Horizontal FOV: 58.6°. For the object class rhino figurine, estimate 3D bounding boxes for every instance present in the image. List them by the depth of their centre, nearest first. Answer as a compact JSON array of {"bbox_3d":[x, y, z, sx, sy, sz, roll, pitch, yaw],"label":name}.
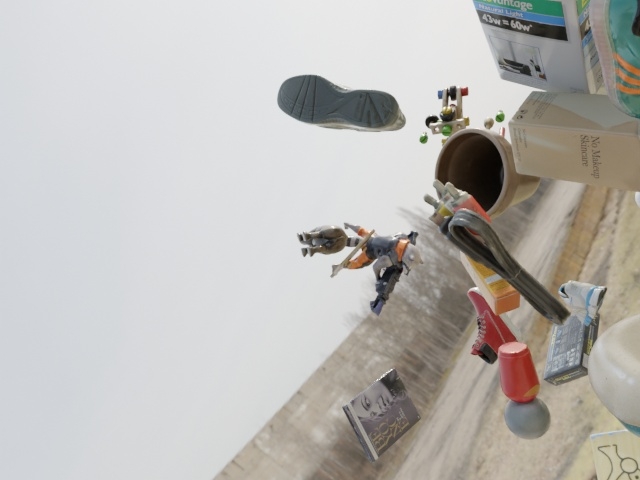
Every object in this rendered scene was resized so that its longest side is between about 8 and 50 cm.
[{"bbox_3d":[0.000,0.000,1.419,0.106,0.073,0.243,-12,3,-10],"label":"rhino figurine"}]

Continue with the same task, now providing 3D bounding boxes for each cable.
[{"bbox_3d":[0.270,0.017,0.820,0.072,0.287,0.139,-54,3,-5],"label":"cable"}]

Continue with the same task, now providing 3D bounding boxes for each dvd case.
[{"bbox_3d":[0.172,0.473,1.564,0.221,0.164,0.018,-25,-4,-40],"label":"dvd case"}]

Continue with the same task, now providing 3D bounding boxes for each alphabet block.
[{"bbox_3d":[1.046,0.774,1.923,0.192,0.193,0.197,-22,38,31],"label":"alphabet block"}]

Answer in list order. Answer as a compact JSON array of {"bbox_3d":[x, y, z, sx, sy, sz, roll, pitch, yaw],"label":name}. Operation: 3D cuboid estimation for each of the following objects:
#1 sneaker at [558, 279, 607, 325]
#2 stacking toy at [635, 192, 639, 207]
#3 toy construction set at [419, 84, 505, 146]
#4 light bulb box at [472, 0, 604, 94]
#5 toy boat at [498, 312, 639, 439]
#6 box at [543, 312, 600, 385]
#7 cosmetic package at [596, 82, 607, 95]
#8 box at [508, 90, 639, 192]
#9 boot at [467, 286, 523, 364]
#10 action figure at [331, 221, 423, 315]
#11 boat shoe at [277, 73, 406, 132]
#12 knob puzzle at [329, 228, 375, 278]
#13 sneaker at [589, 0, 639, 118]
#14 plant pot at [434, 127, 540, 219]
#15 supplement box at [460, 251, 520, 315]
[{"bbox_3d":[0.535,0.119,1.174,0.071,0.083,0.190,-60,-29,-9],"label":"sneaker"},{"bbox_3d":[1.180,-0.125,1.797,0.350,0.351,0.480,-59,8,7],"label":"stacking toy"},{"bbox_3d":[0.533,-0.408,2.112,0.237,0.309,0.257,-66,-12,-48],"label":"toy construction set"},{"bbox_3d":[0.497,-0.540,1.124,0.358,0.225,0.361,-58,-36,-4],"label":"light bulb box"},{"bbox_3d":[0.417,0.207,0.808,0.267,0.318,0.148,-35,-68,-63],"label":"toy boat"},{"bbox_3d":[0.850,0.361,1.930,0.232,0.059,0.183,-64,5,-33],"label":"box"},{"bbox_3d":[0.819,-0.386,1.347,0.129,0.296,0.153,46,-125,-51],"label":"cosmetic package"},{"bbox_3d":[0.553,-0.200,1.135,0.121,0.311,0.148,-49,-48,-25],"label":"box"},{"bbox_3d":[0.550,0.293,1.951,0.176,0.244,0.088,-32,-16,-14],"label":"boot"},{"bbox_3d":[0.182,0.068,1.932,0.178,0.330,0.341,53,-130,-44],"label":"action figure"},{"bbox_3d":[0.044,-0.314,1.349,0.103,0.320,0.118,16,-92,-65],"label":"boat shoe"},{"bbox_3d":[0.100,0.061,1.836,0.213,0.030,0.213,-47,-5,-5],"label":"knob puzzle"},{"bbox_3d":[0.519,-0.281,0.885,0.302,0.121,0.108,36,-90,-42],"label":"sneaker"},{"bbox_3d":[0.494,-0.186,1.614,0.229,0.263,0.263,-7,-46,-33],"label":"plant pot"},{"bbox_3d":[0.475,0.096,1.613,0.080,0.233,0.078,-21,-46,-3],"label":"supplement box"}]
